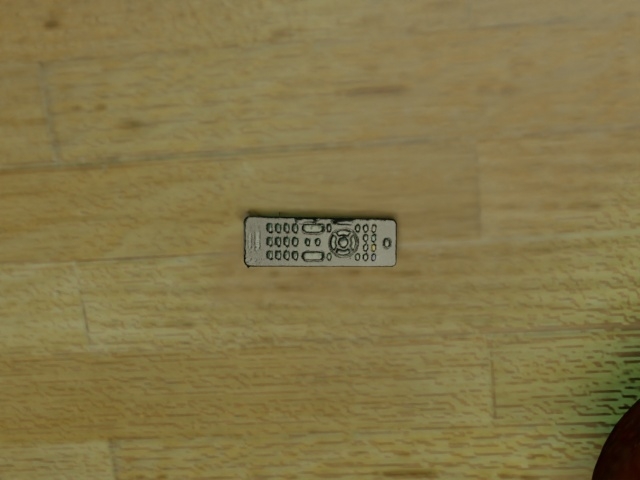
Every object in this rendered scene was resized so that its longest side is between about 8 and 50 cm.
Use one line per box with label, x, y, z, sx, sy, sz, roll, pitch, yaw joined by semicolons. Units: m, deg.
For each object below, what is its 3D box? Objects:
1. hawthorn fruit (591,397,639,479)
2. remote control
hawthorn fruit;0.269;0.129;0.641;0.208;0.208;0.248;38;92;-8
remote control;0.000;0.000;0.712;0.091;0.016;0.034;1;95;6
